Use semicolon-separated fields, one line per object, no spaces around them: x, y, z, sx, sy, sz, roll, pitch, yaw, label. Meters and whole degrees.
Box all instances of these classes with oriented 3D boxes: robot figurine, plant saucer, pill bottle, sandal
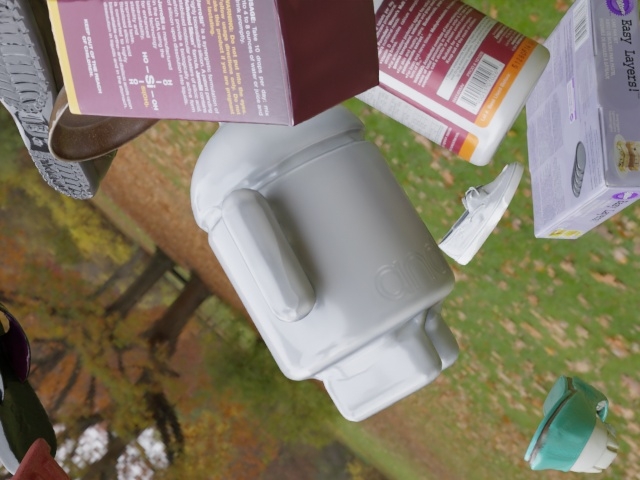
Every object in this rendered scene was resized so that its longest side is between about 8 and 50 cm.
0.000;0.000;0.918;0.354;0.199;0.300;59;-162;6;robot figurine
-0.215;-0.161;0.968;0.036;0.198;0.198;51;172;8;plant saucer
0.083;-0.170;0.816;0.221;0.121;0.121;31;169;8;pill bottle
-0.572;0.210;1.609;0.167;0.107;0.446;-65;-47;-66;sandal

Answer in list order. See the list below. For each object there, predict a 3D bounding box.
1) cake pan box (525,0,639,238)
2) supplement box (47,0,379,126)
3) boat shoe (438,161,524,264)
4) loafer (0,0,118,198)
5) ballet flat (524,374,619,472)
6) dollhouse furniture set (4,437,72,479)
0.328;-0.156;1.138;0.070;0.267;0.246;1;165;-7;cake pan box
-0.069;-0.128;0.580;0.188;0.104;0.081;8;116;34;supplement box
0.248;-0.051;1.402;0.063;0.184;0.066;31;-155;0;boat shoe
-0.396;-0.232;1.327;0.133;0.130;0.366;14;139;22;loafer
0.281;0.203;0.971;0.087;0.083;0.247;30;-167;15;ballet flat
-0.302;0.426;0.997;0.374;0.201;0.152;59;-155;-21;dollhouse furniture set
